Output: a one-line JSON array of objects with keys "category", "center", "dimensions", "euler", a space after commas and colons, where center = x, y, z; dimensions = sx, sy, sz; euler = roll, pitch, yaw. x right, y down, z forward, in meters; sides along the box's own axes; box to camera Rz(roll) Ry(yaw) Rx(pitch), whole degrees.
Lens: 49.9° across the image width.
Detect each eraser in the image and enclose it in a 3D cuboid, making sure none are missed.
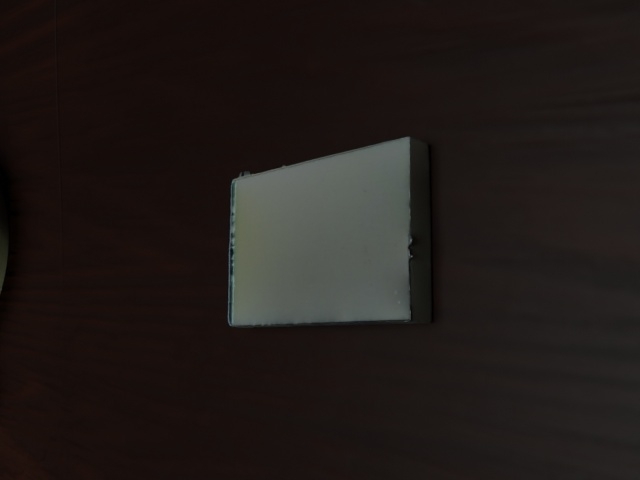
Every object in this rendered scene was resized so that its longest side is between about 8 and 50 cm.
[{"category": "eraser", "center": [0.000, 0.000, 0.421], "dimensions": [0.150, 0.023, 0.104], "euler": [-8, 78, 41]}]

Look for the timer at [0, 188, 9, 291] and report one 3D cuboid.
[{"category": "timer", "center": [-0.499, 0.004, 0.714], "dimensions": [0.285, 0.285, 0.286], "euler": [-9, 77, 42]}]
